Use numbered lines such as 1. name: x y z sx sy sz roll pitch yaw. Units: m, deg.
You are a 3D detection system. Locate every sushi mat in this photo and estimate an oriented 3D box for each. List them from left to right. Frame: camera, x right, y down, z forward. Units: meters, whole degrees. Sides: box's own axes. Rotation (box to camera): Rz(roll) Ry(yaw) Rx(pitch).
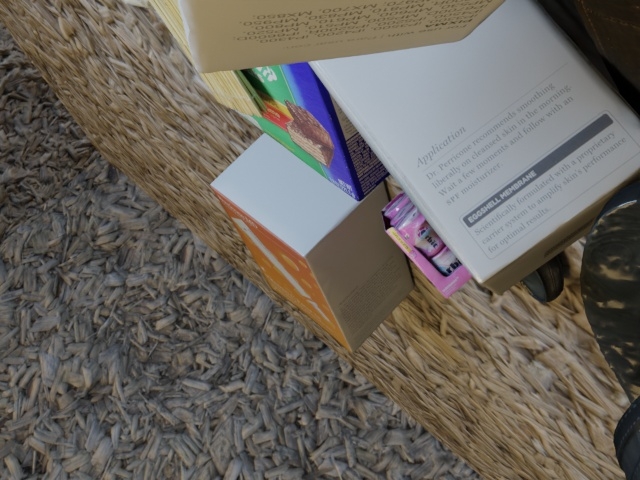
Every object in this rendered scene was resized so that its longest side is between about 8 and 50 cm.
1. sushi mat: -0.166 -0.261 0.840 0.316 0.019 0.151 55 167 -31

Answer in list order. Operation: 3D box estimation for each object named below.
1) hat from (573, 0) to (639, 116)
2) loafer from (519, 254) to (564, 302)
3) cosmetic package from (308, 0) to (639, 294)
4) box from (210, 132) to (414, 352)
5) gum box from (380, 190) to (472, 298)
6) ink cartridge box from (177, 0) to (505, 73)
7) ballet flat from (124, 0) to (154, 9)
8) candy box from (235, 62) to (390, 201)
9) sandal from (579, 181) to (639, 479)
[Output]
1. hat: 0.252 -0.091 0.347 0.331 0.134 0.331 42 -178 -2
2. loafer: 0.202 -0.004 0.906 0.223 0.078 0.076 52 165 -30
3. cosmetic package: 0.109 -0.088 0.591 0.224 0.138 0.224 56 -171 14
4. box: 0.000 0.000 1.316 0.215 0.168 0.345 37 164 31
5. gum box: 0.134 -0.005 0.998 0.107 0.062 0.188 46 -171 -6
6. ink cartridge box: 0.005 -0.233 0.259 0.385 0.161 0.279 169 92 -85
7. ballet flat: -0.248 -0.374 1.082 0.280 0.096 0.095 45 166 -4
8. candy box: -0.040 -0.226 0.860 0.268 0.122 0.317 38 164 33
9. sandal: 0.267 0.170 0.481 0.168 0.107 0.445 -5 119 45
